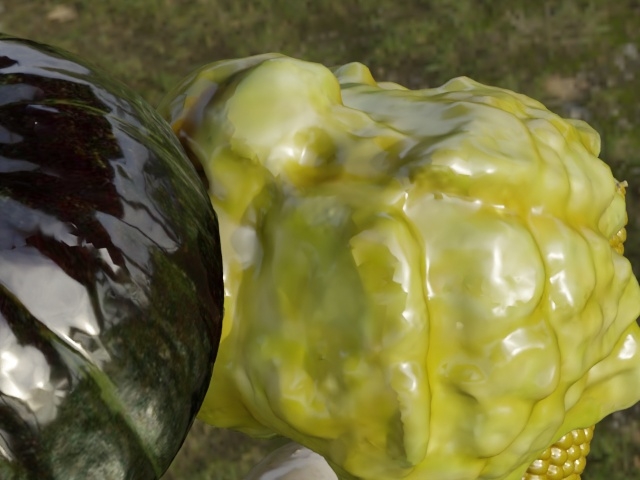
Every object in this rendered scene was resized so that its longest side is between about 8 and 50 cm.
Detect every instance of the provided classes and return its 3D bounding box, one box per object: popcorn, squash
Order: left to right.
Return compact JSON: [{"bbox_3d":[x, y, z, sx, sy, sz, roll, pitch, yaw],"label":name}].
[{"bbox_3d":[-0.119,0.023,0.493,0.193,0.156,0.193,-4,30,2],"label":"squash"},{"bbox_3d":[0.031,0.013,0.723,0.255,0.195,0.256,11,25,-9],"label":"popcorn"}]

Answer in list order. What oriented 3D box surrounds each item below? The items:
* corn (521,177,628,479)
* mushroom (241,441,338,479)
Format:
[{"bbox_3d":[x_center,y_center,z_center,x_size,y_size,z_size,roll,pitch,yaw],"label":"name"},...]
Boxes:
[{"bbox_3d":[0.116,0.083,0.903,0.091,0.260,0.091,13,3,-44],"label":"corn"},{"bbox_3d":[0.024,0.347,1.498,0.290,0.292,0.292,20,44,20],"label":"mushroom"}]
